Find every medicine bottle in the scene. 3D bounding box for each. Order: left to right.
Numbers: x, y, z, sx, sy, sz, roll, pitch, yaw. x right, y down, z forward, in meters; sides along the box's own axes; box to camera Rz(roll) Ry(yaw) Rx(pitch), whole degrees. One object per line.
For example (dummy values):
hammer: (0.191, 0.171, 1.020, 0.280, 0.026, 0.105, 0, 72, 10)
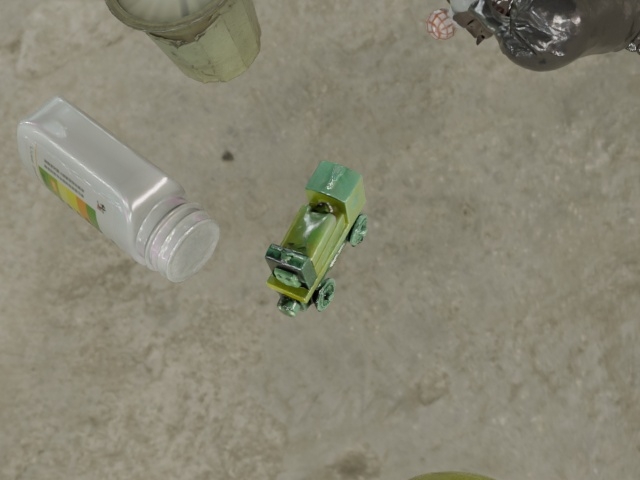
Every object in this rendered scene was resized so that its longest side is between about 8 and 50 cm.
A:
medicine bottle: (-0.301, -0.071, 1.220, 0.324, 0.179, 0.124, 34, 62, 19)

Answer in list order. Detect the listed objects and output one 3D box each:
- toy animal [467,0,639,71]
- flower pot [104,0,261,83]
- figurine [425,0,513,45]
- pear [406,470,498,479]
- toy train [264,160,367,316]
toy animal: (0.356, -0.294, 1.047, 0.343, 0.106, 0.168, -8, 59, -30)
flower pot: (-0.183, -0.335, 1.194, 0.212, 0.203, 0.213, -5, 64, 10)
figurine: (0.294, -0.456, 1.408, 0.281, 0.167, 0.370, -29, 27, 8)
pear: (0.193, 0.451, 1.112, 0.252, 0.307, 0.253, -24, 33, 17)
toy train: (0.000, 0.000, 0.641, 0.050, 0.081, 0.122, 22, 66, 18)
